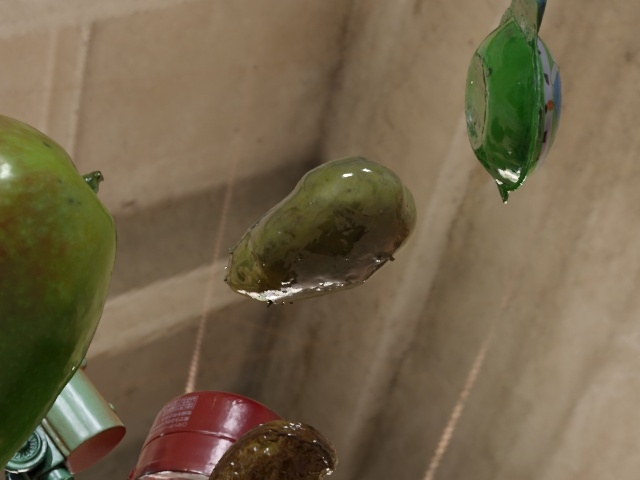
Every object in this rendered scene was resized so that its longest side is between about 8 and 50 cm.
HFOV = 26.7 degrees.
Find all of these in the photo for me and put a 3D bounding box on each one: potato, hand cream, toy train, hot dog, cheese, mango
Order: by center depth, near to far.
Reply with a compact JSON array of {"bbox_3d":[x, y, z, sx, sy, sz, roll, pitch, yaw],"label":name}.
[{"bbox_3d":[-0.292,0.079,0.859,0.382,0.225,0.201,-52,-2,-9],"label":"mango"},{"bbox_3d":[-0.051,0.245,1.397,0.147,0.065,0.099,-43,-56,10],"label":"hot dog"},{"bbox_3d":[0.213,-0.189,1.445,0.083,0.204,0.320,0,-55,-8],"label":"cheese"},{"bbox_3d":[-0.382,0.201,1.765,0.177,0.285,0.116,-32,-27,-21],"label":"toy train"},{"bbox_3d":[-0.139,0.320,1.806,0.230,0.149,0.230,8,-47,8],"label":"hand cream"},{"bbox_3d":[0.000,0.000,1.807,0.296,0.141,0.191,-30,-29,27],"label":"potato"}]
